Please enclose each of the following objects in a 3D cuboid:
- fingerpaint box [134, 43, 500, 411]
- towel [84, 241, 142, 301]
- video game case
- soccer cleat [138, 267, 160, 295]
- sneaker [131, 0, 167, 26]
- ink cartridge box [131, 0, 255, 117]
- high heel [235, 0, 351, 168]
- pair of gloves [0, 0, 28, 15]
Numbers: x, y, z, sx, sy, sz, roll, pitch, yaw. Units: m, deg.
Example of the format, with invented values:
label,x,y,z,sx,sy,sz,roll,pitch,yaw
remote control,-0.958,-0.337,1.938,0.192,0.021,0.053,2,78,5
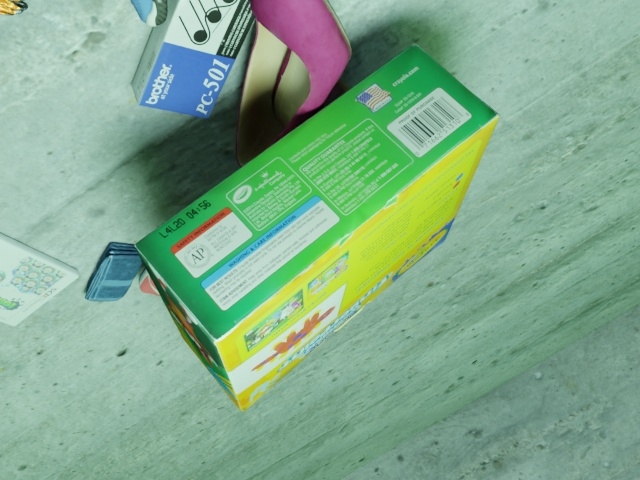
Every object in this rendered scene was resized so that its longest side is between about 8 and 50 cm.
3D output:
label,x,y,z,sx,sy,sz,roll,pitch,yaw
fingerpaint box,0.000,0.000,0.972,0.445,0.163,0.371,-39,161,-17
towel,-0.325,0.054,1.109,0.067,0.029,0.119,6,133,-39
video game case,-0.468,0.061,1.034,0.143,0.019,0.157,-35,144,11
soccer cleat,-0.155,0.069,1.194,0.116,0.109,0.318,-27,153,37
sneaker,-0.212,-0.309,0.694,0.081,0.080,0.211,-19,135,0
ink cartridge box,-0.144,-0.247,0.832,0.097,0.046,0.207,4,134,-36
high heel,-0.060,-0.190,0.830,0.181,0.127,0.377,-37,160,-2
pair of gloves,-0.328,-0.271,0.713,0.074,0.010,0.083,10,130,-40
